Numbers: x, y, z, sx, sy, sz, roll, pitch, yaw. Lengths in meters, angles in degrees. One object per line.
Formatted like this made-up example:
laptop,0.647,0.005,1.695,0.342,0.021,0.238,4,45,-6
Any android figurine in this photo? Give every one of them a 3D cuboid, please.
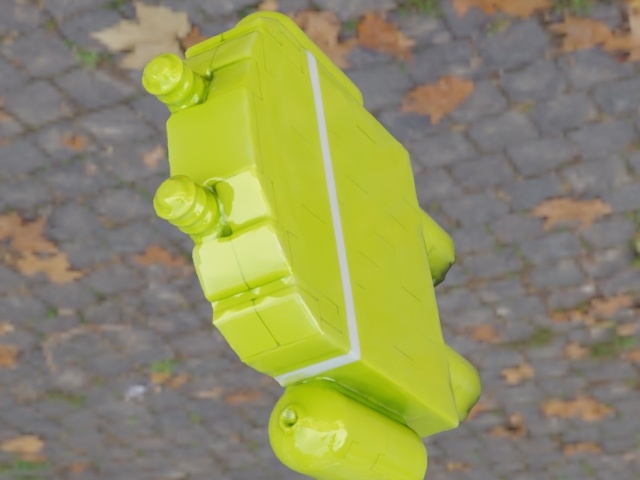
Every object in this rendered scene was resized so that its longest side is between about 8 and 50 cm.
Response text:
android figurine,0.000,0.000,0.738,0.056,0.248,0.273,-20,152,22
